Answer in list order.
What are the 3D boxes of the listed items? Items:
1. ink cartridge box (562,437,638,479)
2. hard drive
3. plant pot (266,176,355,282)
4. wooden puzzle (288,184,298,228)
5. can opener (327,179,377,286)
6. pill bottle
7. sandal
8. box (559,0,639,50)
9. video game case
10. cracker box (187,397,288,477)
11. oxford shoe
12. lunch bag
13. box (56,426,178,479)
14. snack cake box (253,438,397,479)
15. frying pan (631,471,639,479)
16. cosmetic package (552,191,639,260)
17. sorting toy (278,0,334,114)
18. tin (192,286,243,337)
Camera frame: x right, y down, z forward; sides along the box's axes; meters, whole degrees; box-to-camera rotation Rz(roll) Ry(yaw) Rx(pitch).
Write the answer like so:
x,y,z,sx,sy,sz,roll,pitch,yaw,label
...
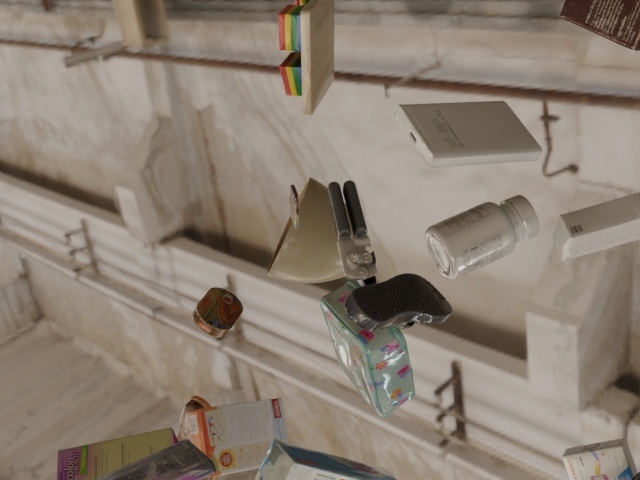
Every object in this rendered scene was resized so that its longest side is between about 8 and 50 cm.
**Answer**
x,y,z,sx,sy,sz,roll,pitch,yaw,label
0.546,0.444,1.703,0.123,0.088,0.052,-19,179,29,ink cartridge box
0.355,-0.260,2.096,0.308,0.040,0.203,-6,-132,-24,hard drive
0.000,0.000,2.293,0.191,0.284,0.284,24,-156,-5,plant pot
-0.038,-0.050,1.274,0.006,0.049,0.083,-3,-153,-10,wooden puzzle
0.066,-0.014,1.957,0.074,0.093,0.280,-5,-125,-10,can opener
0.360,-0.013,1.935,0.229,0.131,0.131,-23,-154,-11,pill bottle
0.123,0.107,1.437,0.255,0.054,0.097,1,-132,-47,sandal
0.663,-0.522,1.866,0.167,0.168,0.203,-13,-140,-40,box
-0.329,0.422,1.488,0.274,0.026,0.196,-20,-174,-20,video game case
-0.189,0.462,2.048,0.232,0.155,0.067,1,165,-38,cracker box
-0.325,0.559,2.135,0.130,0.363,0.133,16,-161,34,oxford shoe
0.100,0.225,1.874,0.108,0.279,0.224,-27,-136,-13,lunch bag
-0.401,0.520,1.763,0.243,0.117,0.213,-11,-134,-3,box
0.007,0.467,1.561,0.264,0.152,0.089,24,-176,-31,snack cake box
0.597,0.482,1.606,0.326,0.197,0.053,-39,-142,29,frying pan
0.575,-0.037,1.680,0.239,0.099,0.060,-16,-120,-4,cosmetic package
-0.036,-0.477,2.157,0.090,0.255,0.257,6,-149,11,sorting toy
-0.265,0.184,2.241,0.106,0.040,0.189,39,-156,-3,tin
